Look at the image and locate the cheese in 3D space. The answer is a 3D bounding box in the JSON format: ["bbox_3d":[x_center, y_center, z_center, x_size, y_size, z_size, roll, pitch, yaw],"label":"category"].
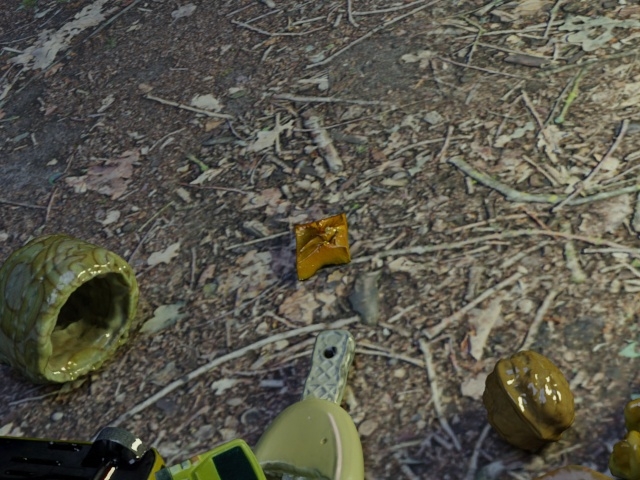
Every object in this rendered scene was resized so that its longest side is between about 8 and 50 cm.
[{"bbox_3d":[-0.001,0.181,1.025,0.127,0.049,0.235,-6,42,23],"label":"cheese"}]

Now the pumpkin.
[{"bbox_3d":[-0.001,-0.001,1.256,0.073,0.035,0.101,-20,40,9],"label":"pumpkin"}]

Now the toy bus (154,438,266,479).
[{"bbox_3d":[-0.071,0.264,0.868,0.101,0.175,0.088,-24,37,-12],"label":"toy bus"}]

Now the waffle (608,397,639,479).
[{"bbox_3d":[0.407,0.159,0.835,0.329,0.062,0.329,-15,39,12],"label":"waffle"}]

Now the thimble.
[{"bbox_3d":[-0.323,0.086,1.237,0.143,0.137,0.190,21,67,43],"label":"thimble"}]

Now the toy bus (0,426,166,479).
[{"bbox_3d":[-0.291,0.274,0.985,0.331,0.151,0.145,-2,37,28],"label":"toy bus"}]

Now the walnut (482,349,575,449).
[{"bbox_3d":[0.194,0.150,0.944,0.079,0.082,0.096,-43,33,22],"label":"walnut"}]

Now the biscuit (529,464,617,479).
[{"bbox_3d":[0.256,0.338,0.668,0.365,0.062,0.385,-2,54,28],"label":"biscuit"}]
